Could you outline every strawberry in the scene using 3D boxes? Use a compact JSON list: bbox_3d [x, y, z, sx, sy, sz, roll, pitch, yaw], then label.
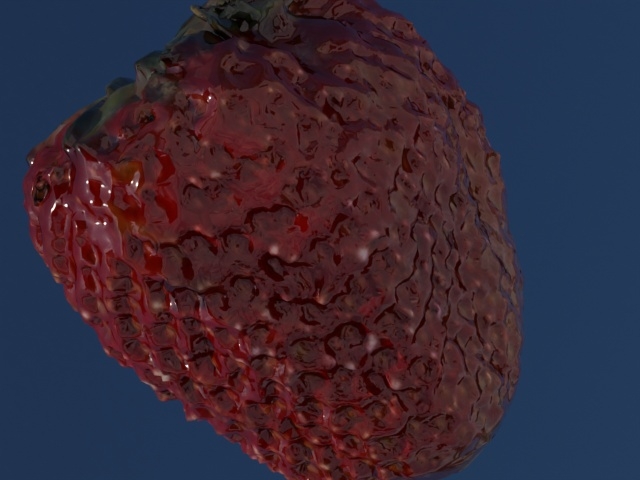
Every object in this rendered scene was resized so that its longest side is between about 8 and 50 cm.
[{"bbox_3d":[0.000,0.000,1.299,0.312,0.267,0.351,-36,-95,-21],"label":"strawberry"}]
